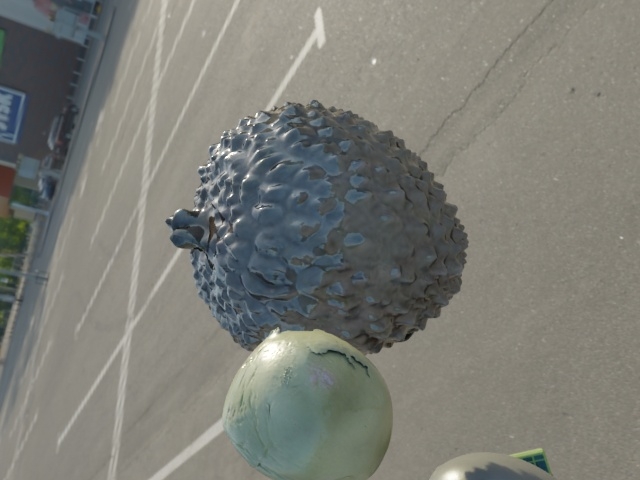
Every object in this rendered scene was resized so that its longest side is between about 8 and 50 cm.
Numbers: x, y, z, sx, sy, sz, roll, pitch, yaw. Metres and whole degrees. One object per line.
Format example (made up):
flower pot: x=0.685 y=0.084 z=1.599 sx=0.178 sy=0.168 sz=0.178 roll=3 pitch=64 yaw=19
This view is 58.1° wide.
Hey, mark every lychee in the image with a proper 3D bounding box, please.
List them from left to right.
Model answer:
lychee: x=0.000 y=0.000 z=0.816 sx=0.380 sy=0.431 sz=0.381 roll=-175 pitch=90 yaw=-65

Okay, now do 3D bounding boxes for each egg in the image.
egg: x=0.252 y=0.379 z=0.761 sx=0.231 sy=0.176 sz=0.176 roll=6 pitch=80 yaw=28

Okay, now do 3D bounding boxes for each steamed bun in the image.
steamed bun: x=-0.006 y=0.127 z=0.434 sx=0.112 sy=0.129 sz=0.091 roll=-57 pitch=-7 yaw=-39

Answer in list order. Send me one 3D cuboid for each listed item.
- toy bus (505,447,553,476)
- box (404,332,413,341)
toy bus: x=0.307 y=0.416 z=0.983 sx=0.174 sy=0.088 sz=0.101 roll=-16 pitch=67 yaw=11
box: x=0.079 y=0.086 z=1.086 sx=0.042 sy=0.200 sz=0.213 roll=8 pitch=-100 yaw=-76
